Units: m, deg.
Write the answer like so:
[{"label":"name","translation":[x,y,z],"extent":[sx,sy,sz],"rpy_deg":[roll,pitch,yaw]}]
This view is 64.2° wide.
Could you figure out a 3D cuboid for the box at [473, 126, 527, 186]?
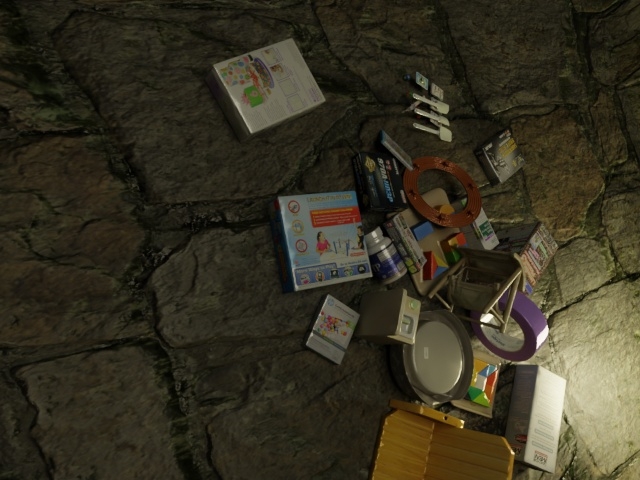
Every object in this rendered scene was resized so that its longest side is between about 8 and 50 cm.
[{"label":"box","translation":[0.799,-0.372,2.262],"extent":[0.231,0.056,0.183],"rpy_deg":[-35,98,-31]}]

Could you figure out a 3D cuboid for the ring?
[{"label":"ring","translation":[0.477,-0.197,1.972],"extent":[0.337,0.032,0.336],"rpy_deg":[9,58,-14]}]

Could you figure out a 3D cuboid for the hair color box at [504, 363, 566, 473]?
[{"label":"hair color box","translation":[0.855,0.705,2.036],"extent":[0.185,0.114,0.374],"rpy_deg":[29,66,-23]}]

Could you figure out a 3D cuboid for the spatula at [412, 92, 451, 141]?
[{"label":"spatula","translation":[0.456,-0.500,2.071],"extent":[0.242,0.019,0.168],"rpy_deg":[5,83,-41]}]

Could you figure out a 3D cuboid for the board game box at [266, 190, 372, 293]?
[{"label":"board game box","translation":[0.000,0.000,1.683],"extent":[0.308,0.086,0.301],"rpy_deg":[-7,83,-32]}]

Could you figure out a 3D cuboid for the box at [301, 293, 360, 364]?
[{"label":"box","translation":[0.036,0.292,1.673],"extent":[0.145,0.038,0.186],"rpy_deg":[36,63,-21]}]

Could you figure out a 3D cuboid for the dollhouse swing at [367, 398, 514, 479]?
[{"label":"dollhouse swing","translation":[0.383,0.732,1.634],"extent":[0.315,0.305,0.346],"rpy_deg":[27,68,-24]}]

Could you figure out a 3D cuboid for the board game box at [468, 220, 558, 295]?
[{"label":"board game box","translation":[0.764,0.082,2.042],"extent":[0.291,0.232,0.141],"rpy_deg":[-45,104,-29]}]

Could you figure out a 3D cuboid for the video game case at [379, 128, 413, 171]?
[{"label":"video game case","translation":[0.287,-0.343,1.932],"extent":[0.166,0.015,0.119],"rpy_deg":[40,27,-18]}]

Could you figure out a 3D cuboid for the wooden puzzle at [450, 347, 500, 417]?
[{"label":"wooden puzzle","translation":[0.604,0.540,1.959],"extent":[0.221,0.044,0.238],"rpy_deg":[24,68,-25]}]

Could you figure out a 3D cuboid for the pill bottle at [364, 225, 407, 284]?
[{"label":"pill bottle","translation":[0.213,0.050,1.786],"extent":[0.112,0.112,0.186],"rpy_deg":[-34,97,-32]}]

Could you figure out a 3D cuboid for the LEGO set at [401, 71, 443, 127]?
[{"label":"LEGO set","translation":[0.411,-0.579,2.088],"extent":[0.244,0.060,0.182],"rpy_deg":[18,70,-39]}]

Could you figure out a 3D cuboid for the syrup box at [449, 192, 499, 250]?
[{"label":"syrup box","translation":[0.616,-0.063,2.063],"extent":[0.093,0.096,0.236],"rpy_deg":[-31,95,-31]}]

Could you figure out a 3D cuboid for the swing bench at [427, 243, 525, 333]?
[{"label":"swing bench","translation":[0.574,0.163,1.845],"extent":[0.165,0.253,0.254],"rpy_deg":[43,71,-34]}]

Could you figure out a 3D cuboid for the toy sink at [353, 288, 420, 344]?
[{"label":"toy sink","translation":[0.239,0.257,1.686],"extent":[0.131,0.234,0.152],"rpy_deg":[23,68,-25]}]

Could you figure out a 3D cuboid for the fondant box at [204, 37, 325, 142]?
[{"label":"fondant box","translation":[-0.175,-0.496,1.677],"extent":[0.330,0.096,0.238],"rpy_deg":[-33,97,-33]}]

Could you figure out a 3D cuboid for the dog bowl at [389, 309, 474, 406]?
[{"label":"dog bowl","translation":[0.390,0.414,1.810],"extent":[0.349,0.102,0.348],"rpy_deg":[11,71,-33]}]

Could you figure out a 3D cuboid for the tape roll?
[{"label":"tape roll","translation":[0.709,0.319,1.932],"extent":[0.090,0.275,0.274],"rpy_deg":[-32,97,-33]}]

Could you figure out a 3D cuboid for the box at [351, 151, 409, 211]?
[{"label":"box","translation":[0.218,-0.211,1.861],"extent":[0.175,0.051,0.220],"rpy_deg":[-1,71,-31]}]

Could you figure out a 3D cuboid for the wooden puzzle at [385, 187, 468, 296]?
[{"label":"wooden puzzle","translation":[0.440,-0.004,1.953],"extent":[0.322,0.080,0.347],"rpy_deg":[-27,94,-32]}]

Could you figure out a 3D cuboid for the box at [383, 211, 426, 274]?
[{"label":"box","translation":[0.302,0.008,1.807],"extent":[0.207,0.036,0.114],"rpy_deg":[61,31,-4]}]
